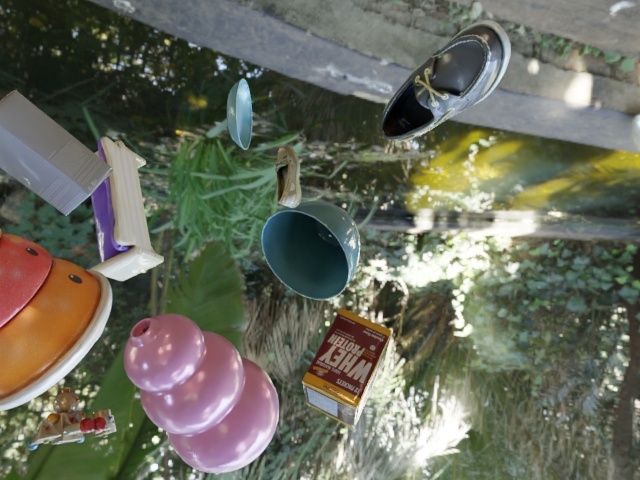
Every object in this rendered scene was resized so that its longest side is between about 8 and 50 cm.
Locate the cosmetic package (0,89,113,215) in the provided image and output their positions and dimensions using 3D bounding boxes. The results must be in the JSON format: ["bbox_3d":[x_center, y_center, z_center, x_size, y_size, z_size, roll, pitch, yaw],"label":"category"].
[{"bbox_3d":[-0.583,-0.177,1.032,0.127,0.107,0.238,-22,122,36],"label":"cosmetic package"}]

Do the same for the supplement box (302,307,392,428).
[{"bbox_3d":[0.063,0.297,1.140,0.129,0.191,0.194,23,151,15],"label":"supplement box"}]

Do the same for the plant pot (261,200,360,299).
[{"bbox_3d":[0.000,0.000,1.446,0.290,0.290,0.195,1,-151,34],"label":"plant pot"}]

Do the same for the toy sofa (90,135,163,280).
[{"bbox_3d":[-0.561,-0.088,1.327,0.150,0.362,0.177,-24,157,13],"label":"toy sofa"}]

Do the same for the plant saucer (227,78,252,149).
[{"bbox_3d":[-0.141,-0.218,0.853,0.021,0.119,0.119,1,175,4],"label":"plant saucer"}]

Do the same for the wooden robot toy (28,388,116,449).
[{"bbox_3d":[-0.368,0.261,0.747,0.076,0.079,0.173,-23,160,9],"label":"wooden robot toy"}]

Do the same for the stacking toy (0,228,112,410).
[{"bbox_3d":[-0.677,0.064,0.930,0.351,0.350,0.479,1,137,34],"label":"stacking toy"}]

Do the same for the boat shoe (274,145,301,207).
[{"bbox_3d":[-0.079,-0.146,1.091,0.048,0.152,0.056,11,155,-40],"label":"boat shoe"}]

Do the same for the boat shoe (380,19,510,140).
[{"bbox_3d":[0.148,-0.188,0.627,0.069,0.081,0.228,-31,177,-20],"label":"boat shoe"}]

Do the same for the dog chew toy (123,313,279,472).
[{"bbox_3d":[-0.211,0.254,0.853,0.207,0.206,0.331,1,135,35],"label":"dog chew toy"}]
